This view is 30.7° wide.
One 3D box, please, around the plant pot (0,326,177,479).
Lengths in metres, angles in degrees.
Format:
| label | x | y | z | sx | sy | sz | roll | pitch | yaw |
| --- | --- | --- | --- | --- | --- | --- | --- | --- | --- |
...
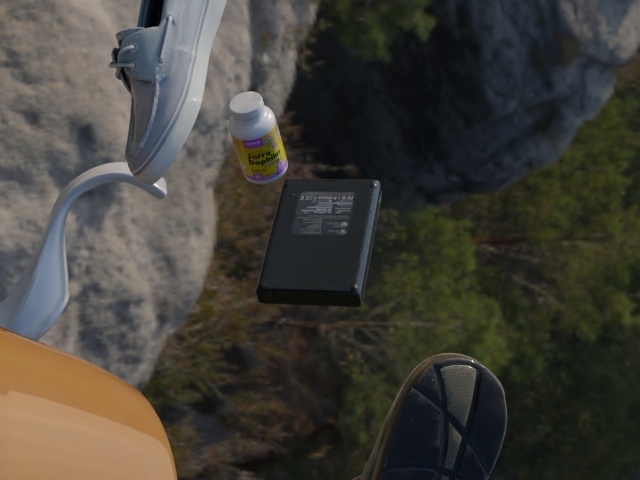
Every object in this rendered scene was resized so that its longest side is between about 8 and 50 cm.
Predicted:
| label | x | y | z | sx | sy | sz | roll | pitch | yaw |
| --- | --- | --- | --- | --- | --- | --- | --- | --- | --- |
| plant pot | -0.220 | 0.166 | 0.673 | 0.203 | 0.291 | 0.291 | 14 | 76 | -40 |

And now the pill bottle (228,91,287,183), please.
| label | x | y | z | sx | sy | sz | roll | pitch | yaw |
| --- | --- | --- | --- | --- | --- | --- | --- | --- | --- |
| pill bottle | -0.059 | -0.094 | 1.065 | 0.043 | 0.043 | 0.083 | -59 | 149 | -35 |

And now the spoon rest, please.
| label | x | y | z | sx | sy | sz | roll | pitch | yaw |
| --- | --- | --- | --- | --- | --- | --- | --- | --- | --- |
| spoon rest | -0.288 | 0.017 | 1.277 | 0.084 | 0.137 | 0.276 | 41 | 97 | -19 |

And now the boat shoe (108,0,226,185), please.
| label | x | y | z | sx | sy | sz | roll | pitch | yaw |
| --- | --- | --- | --- | --- | --- | --- | --- | --- | --- |
| boat shoe | -0.145 | -0.161 | 1.018 | 0.081 | 0.079 | 0.228 | 23 | 68 | -28 |

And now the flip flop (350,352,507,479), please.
| label | x | y | z | sx | sy | sz | roll | pitch | yaw |
| --- | --- | --- | --- | --- | --- | --- | --- | --- | --- |
| flip flop | 0.048 | 0.211 | 0.877 | 0.112 | 0.080 | 0.277 | 27 | 85 | -13 |

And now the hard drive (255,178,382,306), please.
| label | x | y | z | sx | sy | sz | roll | pitch | yaw |
| --- | --- | --- | --- | --- | --- | --- | --- | --- | --- |
| hard drive | 0.000 | 0.000 | 1.056 | 0.022 | 0.094 | 0.135 | 77 | 20 | -48 |
